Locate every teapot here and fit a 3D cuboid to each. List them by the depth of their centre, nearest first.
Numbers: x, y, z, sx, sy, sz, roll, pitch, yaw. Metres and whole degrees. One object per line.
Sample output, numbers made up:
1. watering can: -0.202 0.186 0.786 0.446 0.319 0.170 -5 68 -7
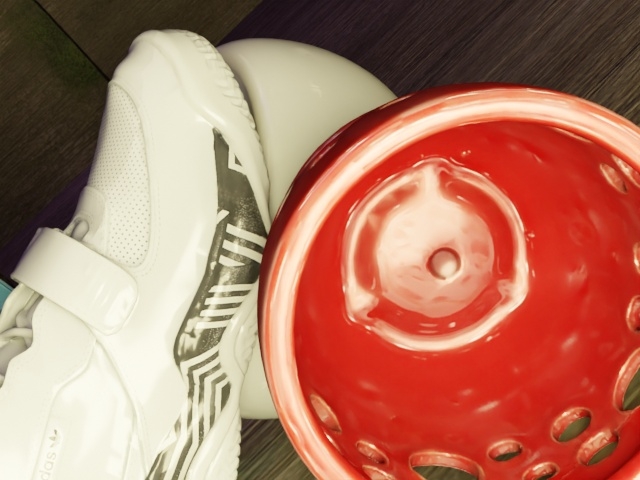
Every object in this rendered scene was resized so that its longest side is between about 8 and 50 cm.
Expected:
1. teapot: 0.000 0.000 0.799 0.252 0.187 0.256 -67 31 26

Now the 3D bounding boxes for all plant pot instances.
1. plant pot: 0.063 0.019 0.569 0.191 0.191 0.174 -42 13 4

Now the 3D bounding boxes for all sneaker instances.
1. sneaker: -0.151 0.063 0.640 0.137 0.210 0.365 9 93 60

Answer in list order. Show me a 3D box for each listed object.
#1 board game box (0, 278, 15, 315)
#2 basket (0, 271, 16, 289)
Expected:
1. board game box: -0.269 0.198 0.838 0.336 0.254 0.079 -49 -28 -20
2. basket: -0.427 0.101 1.244 0.227 0.204 0.154 -60 -23 -79
